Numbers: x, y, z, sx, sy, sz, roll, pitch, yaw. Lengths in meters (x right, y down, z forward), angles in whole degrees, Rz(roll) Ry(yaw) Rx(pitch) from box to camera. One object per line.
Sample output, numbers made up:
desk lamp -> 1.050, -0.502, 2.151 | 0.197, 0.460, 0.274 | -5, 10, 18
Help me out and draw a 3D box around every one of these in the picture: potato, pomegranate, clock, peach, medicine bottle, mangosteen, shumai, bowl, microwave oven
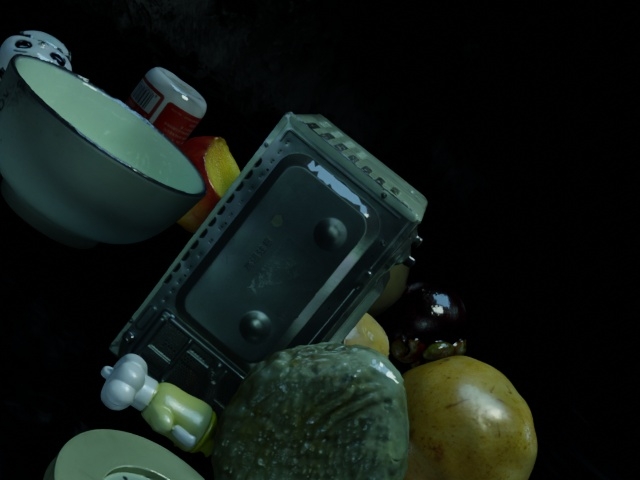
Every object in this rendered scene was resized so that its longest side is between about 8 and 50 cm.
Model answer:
potato -> 0.020, 0.198, 1.537 | 0.234, 0.146, 0.150 | -6, 32, -43
pomegranate -> 0.218, 0.307, 1.420 | 0.264, 0.264, 0.264 | 37, 11, -9
clock -> -0.170, 0.284, 0.897 | 0.235, 0.029, 0.235 | 37, 13, -10
peach -> -0.230, -0.111, 1.834 | 0.190, 0.192, 0.190 | 27, 21, -12
medicine bottle -> -0.329, -0.191, 1.673 | 0.131, 0.250, 0.131 | 37, 12, -9
mangosteen -> 0.245, 0.218, 2.089 | 0.211, 0.211, 0.250 | 26, 46, -48
shumai -> 0.002, 0.235, 1.099 | 0.225, 0.260, 0.222 | 25, 8, 9
bowl -> -0.370, -0.110, 1.393 | 0.354, 0.185, 0.354 | 37, 11, -9
microwave oven -> -0.045, 0.048, 1.267 | 0.247, 0.394, 0.333 | 39, 11, 1

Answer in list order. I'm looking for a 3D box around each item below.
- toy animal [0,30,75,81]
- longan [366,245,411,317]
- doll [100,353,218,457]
toy animal -> -0.568, -0.346, 1.818 | 0.166, 0.138, 0.179 | 19, 11, -14
longan -> 0.000, 0.000, 1.752 | 0.404, 0.336, 0.404 | 37, 31, -27
doll -> -0.192, 0.197, 1.074 | 0.162, 0.062, 0.106 | 37, 7, -11
